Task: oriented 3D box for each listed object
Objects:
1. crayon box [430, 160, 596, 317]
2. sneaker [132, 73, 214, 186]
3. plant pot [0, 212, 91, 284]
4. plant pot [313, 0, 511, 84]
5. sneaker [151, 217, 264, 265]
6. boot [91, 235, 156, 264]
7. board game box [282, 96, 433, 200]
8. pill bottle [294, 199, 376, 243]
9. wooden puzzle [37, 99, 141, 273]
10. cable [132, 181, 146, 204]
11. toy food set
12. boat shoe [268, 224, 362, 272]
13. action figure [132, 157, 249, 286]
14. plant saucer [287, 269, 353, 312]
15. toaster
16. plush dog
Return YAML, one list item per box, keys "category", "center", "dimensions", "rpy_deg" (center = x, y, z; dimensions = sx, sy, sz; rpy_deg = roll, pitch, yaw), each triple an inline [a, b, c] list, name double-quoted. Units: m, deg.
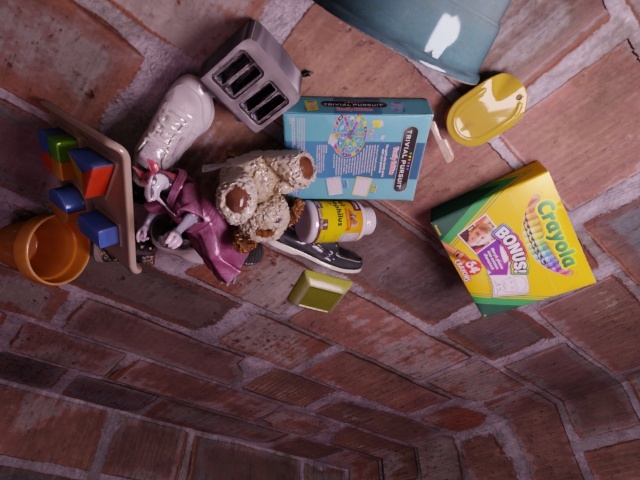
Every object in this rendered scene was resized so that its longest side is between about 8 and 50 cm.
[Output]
- category: "crayon box"
  center: [0.536, 0.012, 1.160]
  dimensions: [0.313, 0.106, 0.363]
  rpy_deg: [-25, 109, 25]
- category: "sneaker"
  center: [-0.343, -0.237, 0.946]
  dimensions: [0.114, 0.152, 0.305]
  rpy_deg: [32, 127, -18]
- category: "plant pot"
  center: [-0.827, 0.019, 1.197]
  dimensions: [0.188, 0.205, 0.205]
  rpy_deg: [5, 138, 17]
- category: "plant pot"
  center: [0.187, -0.472, 0.605]
  dimensions: [0.341, 0.341, 0.334]
  rpy_deg: [18, 125, -18]
- category: "sneaker"
  center: [-0.342, 0.018, 1.257]
  dimensions: [0.330, 0.122, 0.146]
  rpy_deg: [14, 152, -16]
- category: "boot"
  center: [-0.590, -0.012, 1.237]
  dimensions: [0.178, 0.085, 0.236]
  rpy_deg: [8, 136, -15]
- category: "board game box"
  center: [0.081, -0.220, 1.019]
  dimensions: [0.336, 0.079, 0.254]
  rpy_deg: [1, 137, -1]
- category: "pill bottle"
  center: [0.045, -0.053, 1.138]
  dimensions: [0.215, 0.117, 0.117]
  rpy_deg: [-3, 141, -30]
- category: "wooden puzzle"
  center: [-0.553, -0.114, 0.960]
  dimensions: [0.322, 0.080, 0.348]
  rpy_deg: [30, 130, 26]
- category: "cable"
  center: [-0.425, -0.132, 1.098]
  dimensions: [0.184, 0.047, 0.150]
  rpy_deg: [-10, 161, 29]
- category: "toy food set"
  center: [0.360, -0.296, 0.955]
  dimensions: [0.218, 0.071, 0.128]
  rpy_deg: [-31, 115, 25]
- category: "boat shoe"
  center: [-0.001, -0.002, 1.225]
  dimensions: [0.340, 0.127, 0.113]
  rpy_deg: [22, 106, -19]
- category: "action figure"
  center: [-0.289, -0.064, 0.990]
  dimensions: [0.248, 0.276, 0.370]
  rpy_deg: [20, 150, 39]
- category: "plant saucer"
  center: [-0.003, 0.198, 1.480]
  dimensions: [0.188, 0.045, 0.188]
  rpy_deg: [16, 134, -16]
- category: "toaster"
  center: [-0.137, -0.344, 0.868]
  dimensions: [0.185, 0.110, 0.168]
  rpy_deg: [-28, 131, 26]
- category: "plush dog"
  center: [-0.148, -0.093, 0.984]
  dimensions: [0.262, 0.210, 0.225]
  rpy_deg: [-33, 131, -30]
